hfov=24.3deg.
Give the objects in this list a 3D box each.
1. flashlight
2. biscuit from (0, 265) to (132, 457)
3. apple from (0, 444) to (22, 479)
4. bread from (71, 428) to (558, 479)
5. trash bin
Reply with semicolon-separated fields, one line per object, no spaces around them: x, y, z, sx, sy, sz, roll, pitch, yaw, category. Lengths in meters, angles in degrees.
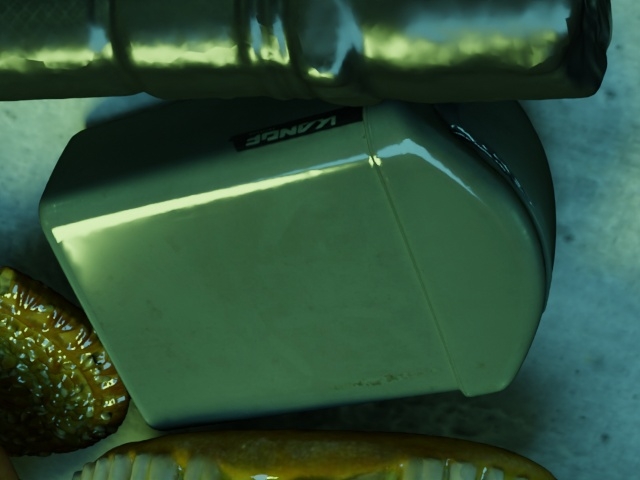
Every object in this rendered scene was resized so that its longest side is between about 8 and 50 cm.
-0.086;-0.105;0.658;0.424;0.103;0.103;0;125;15;flashlight
-0.172;0.083;0.828;0.126;0.025;0.206;30;142;-22;biscuit
-0.308;0.159;0.788;0.293;0.163;0.251;13;132;23;apple
0.001;0.187;0.799;0.288;0.156;0.204;-4;146;18;bread
0.000;0.000;0.746;0.236;0.101;0.176;-11;125;17;trash bin
